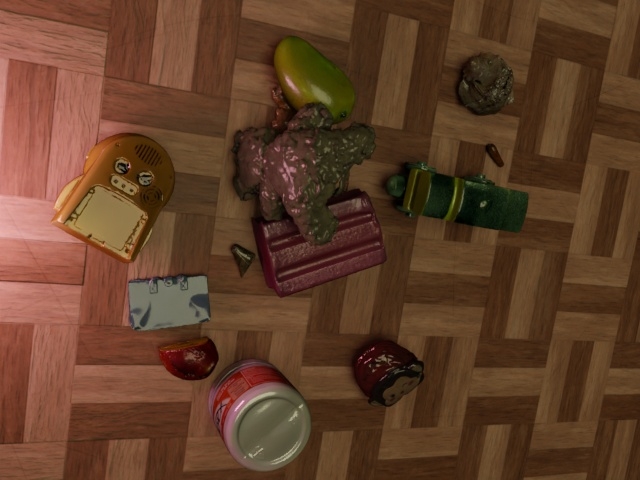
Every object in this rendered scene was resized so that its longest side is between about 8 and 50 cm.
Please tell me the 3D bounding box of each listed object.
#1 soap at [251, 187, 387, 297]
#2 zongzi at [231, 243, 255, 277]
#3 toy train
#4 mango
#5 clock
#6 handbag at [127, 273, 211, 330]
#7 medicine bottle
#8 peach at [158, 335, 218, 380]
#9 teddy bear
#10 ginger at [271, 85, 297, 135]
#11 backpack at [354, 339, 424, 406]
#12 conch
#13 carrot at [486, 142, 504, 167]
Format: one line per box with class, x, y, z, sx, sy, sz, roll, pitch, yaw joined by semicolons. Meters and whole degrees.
soap;0.000;0.000;1.847;0.359;0.128;0.233;-17;107;-19
zongzi;-0.239;0.058;1.813;0.076;0.040;0.083;31;105;-18
toy train;0.430;-0.128;1.925;0.442;0.272;0.179;8;99;-24
mango;-0.024;-0.433;1.731;0.273;0.149;0.185;37;48;-19
clock;-0.504;-0.124;1.591;0.244;0.200;0.317;35;77;-27
handbag;-0.424;0.169;1.747;0.221;0.057;0.144;-5;94;-21
medicine bottle;-0.177;0.500;1.805;0.252;0.241;0.252;-4;101;-21
peach;-0.372;0.336;1.774;0.172;0.092;0.127;17;96;-27
teddy bear;-0.078;-0.208;1.686;0.224;0.367;0.357;9;106;-53
ginger;-0.105;-0.352;1.775;0.096;0.067;0.165;-30;97;-14
backpack;0.212;0.420;2.015;0.229;0.139;0.229;-5;117;-10
conch;0.540;-0.487;1.998;0.178;0.163;0.245;-40;136;23
carrot;0.587;-0.286;2.093;0.032;0.032;0.093;-44;117;-10
